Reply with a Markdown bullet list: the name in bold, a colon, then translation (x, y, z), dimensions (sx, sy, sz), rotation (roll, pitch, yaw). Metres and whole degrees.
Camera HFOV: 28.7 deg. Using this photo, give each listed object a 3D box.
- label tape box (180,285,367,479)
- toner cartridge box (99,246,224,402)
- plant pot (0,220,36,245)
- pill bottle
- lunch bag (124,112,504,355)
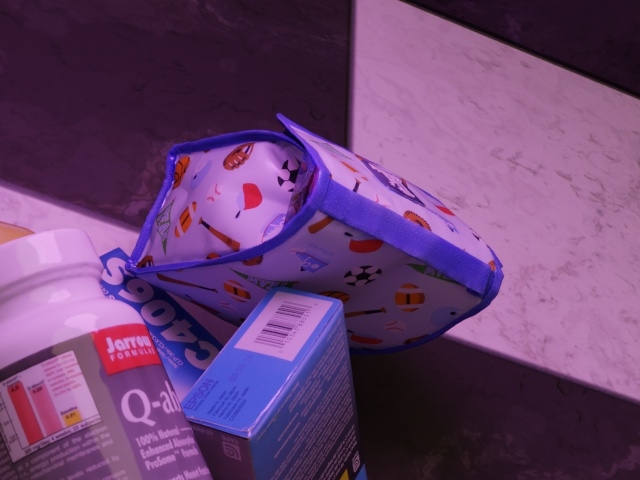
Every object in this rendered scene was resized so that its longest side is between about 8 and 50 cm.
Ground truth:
- **label tape box**: translation (-0.047, 0.261, 1.472), dimensions (0.106, 0.334, 0.240), rotation (11, 39, 25)
- **toner cartridge box**: translation (-0.209, 0.170, 1.620), dimensions (0.348, 0.075, 0.165), rotation (42, 40, 14)
- **plant pot**: translation (-0.446, 0.064, 1.466), dimensions (0.254, 0.254, 0.239), rotation (49, 25, 23)
- **pill bottle**: translation (-0.245, 0.186, 1.255), dimensions (0.210, 0.210, 0.363), rotation (-15, 75, -43)
- **lunch bag**: translation (0.000, 0.000, 1.604), dimensions (0.328, 0.385, 0.239), rotation (26, 72, -33)
